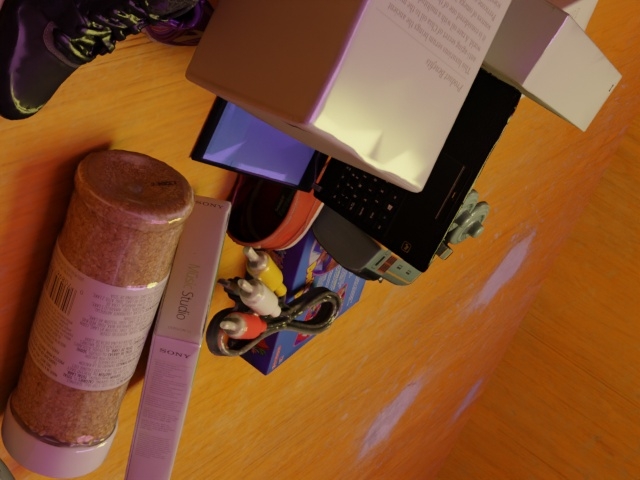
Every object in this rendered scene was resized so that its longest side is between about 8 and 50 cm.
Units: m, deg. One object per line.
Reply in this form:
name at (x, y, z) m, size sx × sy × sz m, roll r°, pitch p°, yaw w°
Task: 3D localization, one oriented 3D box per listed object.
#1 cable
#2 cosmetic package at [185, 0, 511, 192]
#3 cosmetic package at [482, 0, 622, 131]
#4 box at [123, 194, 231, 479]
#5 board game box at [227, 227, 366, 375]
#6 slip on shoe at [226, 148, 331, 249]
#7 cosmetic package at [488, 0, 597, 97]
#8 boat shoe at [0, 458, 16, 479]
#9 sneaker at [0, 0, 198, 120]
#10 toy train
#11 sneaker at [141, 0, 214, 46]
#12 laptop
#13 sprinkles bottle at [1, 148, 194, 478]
cable at (-0.050, 0.101, 1.642) m, size 0.287 × 0.072 × 0.139 m, roll 26°, pitch 82°, yaw -56°
cosmetic package at (0.082, -0.300, 1.210) m, size 0.230 × 0.161 × 0.453 m, roll 25°, pitch 90°, yaw -56°
cosmetic package at (0.188, -0.261, 1.506) m, size 0.097 × 0.284 × 0.377 m, roll -59°, pitch 160°, yaw 9°
box at (-0.171, 0.138, 1.500) m, size 0.232 × 0.058 × 0.322 m, roll -82°, pitch -172°, yaw -48°
board game box at (0.000, 0.000, 1.802) m, size 0.233 × 0.078 × 0.347 m, roll -36°, pitch 153°, yaw -43°
slip on shoe at (-0.020, -0.117, 1.516) m, size 0.101 × 0.123 × 0.331 m, roll -20°, pitch 146°, yaw -53°
cosmetic package at (0.276, -0.312, 1.830) m, size 0.184 × 0.151 × 0.151 m, roll -32°, pitch 150°, yaw -48°
boat shoe at (-0.374, 0.269, 1.376) m, size 0.076 × 0.080 × 0.228 m, roll -33°, pitch 160°, yaw -9°
sneaker at (-0.162, -0.204, 1.012) m, size 0.283 × 0.124 × 0.107 m, roll -57°, pitch 160°, yaw 6°
toy train at (0.109, -0.030, 1.708) m, size 0.190 × 0.142 × 0.334 m, roll -45°, pitch 163°, yaw 6°
sneaker at (-0.131, -0.206, 1.163) m, size 0.068 × 0.071 × 0.170 m, roll -57°, pitch 161°, yaw 4°
laptop at (0.036, -0.122, 1.392) m, size 0.136 × 0.264 × 0.234 m, roll -14°, pitch 136°, yaw -58°
sprinkles bottle at (-0.233, 0.082, 1.318) m, size 0.121 × 0.121 × 0.355 m, roll -28°, pitch 147°, yaw -53°
